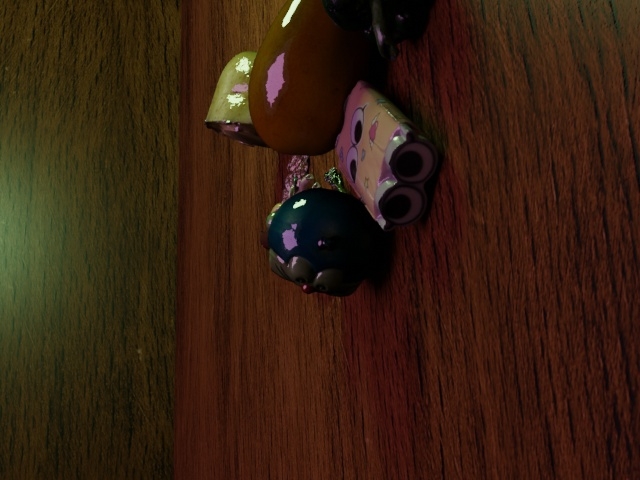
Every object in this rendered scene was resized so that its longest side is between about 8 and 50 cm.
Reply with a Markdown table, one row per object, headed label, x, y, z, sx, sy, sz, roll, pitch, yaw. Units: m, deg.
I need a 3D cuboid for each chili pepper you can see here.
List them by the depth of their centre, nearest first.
| label | x | y | z | sx | sy | sz | roll | pitch | yaw |
| --- | --- | --- | --- | --- | --- | --- | --- | --- | --- |
| chili pepper | 0.100 | -0.401 | 1.587 | 0.165 | 0.174 | 0.261 | -48 | 31 | 21 |

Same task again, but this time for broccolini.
| label | x | y | z | sx | sy | sz | roll | pitch | yaw |
| --- | --- | --- | --- | --- | --- | --- | --- | --- | --- |
| broccolini | 0.042 | -0.107 | 1.915 | 0.035 | 0.030 | 0.140 | -45 | 31 | 4 |

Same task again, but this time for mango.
| label | x | y | z | sx | sy | sz | roll | pitch | yaw |
| --- | --- | --- | --- | --- | --- | --- | --- | --- | --- |
| mango | -0.005 | -0.342 | 1.807 | 0.264 | 0.221 | 0.378 | -91 | 20 | -78 |

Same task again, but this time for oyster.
| label | x | y | z | sx | sy | sz | roll | pitch | yaw |
| --- | --- | --- | --- | --- | --- | --- | --- | --- | --- |
| oyster | -0.057 | -0.149 | 2.219 | 0.122 | 0.045 | 0.146 | -83 | 11 | -48 |

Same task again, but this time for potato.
| label | x | y | z | sx | sy | sz | roll | pitch | yaw |
| --- | --- | --- | --- | --- | --- | --- | --- | --- | --- |
| potato | -0.153 | -0.338 | 2.290 | 0.285 | 0.242 | 0.243 | -25 | -60 | -88 |

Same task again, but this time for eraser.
| label | x | y | z | sx | sy | sz | roll | pitch | yaw |
| --- | --- | --- | --- | --- | --- | --- | --- | --- | --- |
| eraser | 0.104 | -0.148 | 1.614 | 0.290 | 0.087 | 0.171 | -119 | 37 | -61 |

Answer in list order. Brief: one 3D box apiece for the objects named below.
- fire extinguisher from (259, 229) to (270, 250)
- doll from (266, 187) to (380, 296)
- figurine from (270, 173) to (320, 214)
| label | x | y | z | sx | sy | sz | roll | pitch | yaw |
| --- | --- | --- | --- | --- | --- | --- | --- | --- | --- |
| fire extinguisher | -0.112 | -0.003 | 2.328 | 0.062 | 0.050 | 0.177 | 56 | 163 | -5 |
| doll | 0.001 | 0.000 | 1.733 | 0.322 | 0.198 | 0.186 | -155 | 83 | -81 |
| figurine | -0.058 | -0.081 | 2.135 | 0.187 | 0.083 | 0.083 | 132 | 140 | -52 |
